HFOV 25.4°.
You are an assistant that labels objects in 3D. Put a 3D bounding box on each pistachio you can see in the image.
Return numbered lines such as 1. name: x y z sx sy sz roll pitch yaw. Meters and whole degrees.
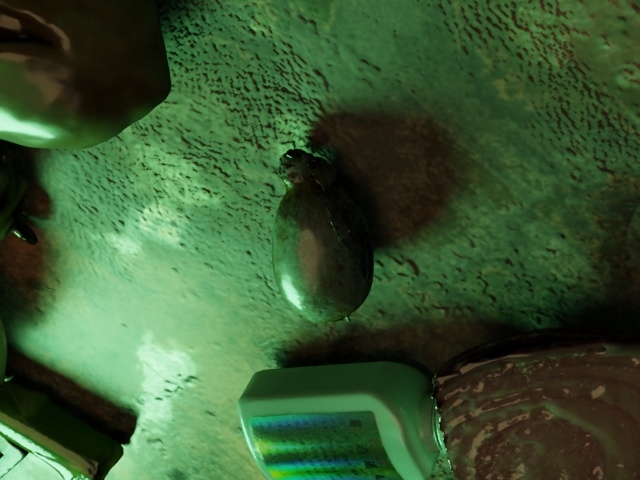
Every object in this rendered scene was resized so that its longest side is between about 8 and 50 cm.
1. pistachio: -0.244 -0.163 1.135 0.288 0.197 0.166 16 89 29

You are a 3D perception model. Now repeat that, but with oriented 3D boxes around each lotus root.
1. lotus root: 0.001 0.001 1.204 0.088 0.088 0.165 4 119 22

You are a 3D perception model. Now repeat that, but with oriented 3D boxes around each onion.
1. onion: 0.228 0.166 1.227 0.247 0.111 0.250 -12 114 4

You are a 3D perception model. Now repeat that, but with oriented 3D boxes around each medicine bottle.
1. medicine bottle: 0.044 0.173 1.321 0.228 0.083 0.121 -7 122 30

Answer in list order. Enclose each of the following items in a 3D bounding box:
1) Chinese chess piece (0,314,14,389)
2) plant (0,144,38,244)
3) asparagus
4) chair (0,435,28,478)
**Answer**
1. Chinese chess piece: -0.428 0.112 1.435 0.237 0.092 0.238 3 106 10
2. plant: -0.404 -0.094 1.320 0.333 0.180 0.251 51 163 31
3. asparagus: -0.341 0.177 1.518 0.277 0.060 0.067 29 132 0
4. chair: -0.543 0.338 1.622 0.203 0.241 0.416 43 133 -10
